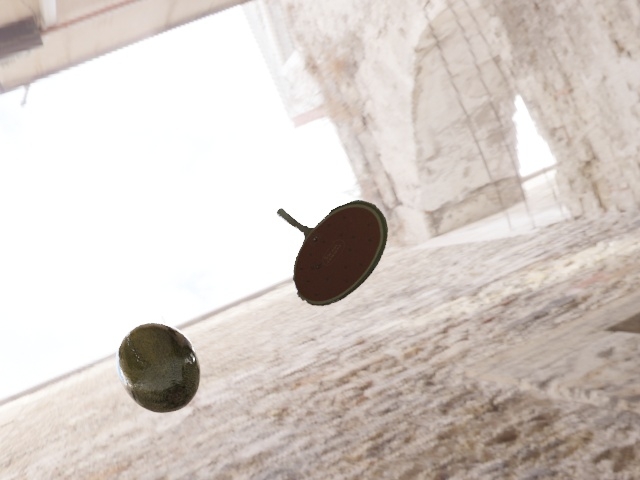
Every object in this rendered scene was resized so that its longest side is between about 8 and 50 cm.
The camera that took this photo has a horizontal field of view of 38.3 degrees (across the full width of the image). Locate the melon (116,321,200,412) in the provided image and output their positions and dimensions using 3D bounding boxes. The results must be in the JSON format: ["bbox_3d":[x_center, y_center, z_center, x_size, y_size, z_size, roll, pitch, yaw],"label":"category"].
[{"bbox_3d":[-0.197,0.151,1.114,0.098,0.130,0.098,-21,-49,-26],"label":"melon"}]

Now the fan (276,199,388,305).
[{"bbox_3d":[0.000,0.000,0.665,0.005,0.133,0.085,39,-94,-37],"label":"fan"}]
